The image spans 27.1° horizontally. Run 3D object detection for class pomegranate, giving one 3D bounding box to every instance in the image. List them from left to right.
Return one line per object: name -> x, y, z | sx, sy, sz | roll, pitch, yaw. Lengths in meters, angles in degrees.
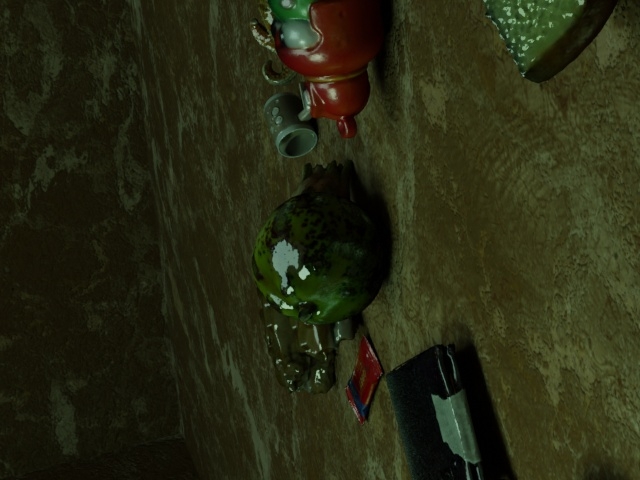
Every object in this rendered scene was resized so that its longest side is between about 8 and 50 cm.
pomegranate -> -0.015, -0.004, 2.095 | 0.222, 0.204, 0.277 | -43, 62, 50

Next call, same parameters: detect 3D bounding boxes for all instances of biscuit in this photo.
biscuit -> -0.033, 0.129, 2.442 | 0.366, 0.115, 0.268 | 120, 135, -66

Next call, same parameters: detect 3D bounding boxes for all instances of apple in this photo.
apple -> 0.190, -0.316, 1.203 | 0.254, 0.179, 0.346 | 82, 168, -66

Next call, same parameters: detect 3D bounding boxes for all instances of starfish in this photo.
starfish -> -0.073, -0.417, 2.172 | 0.312, 0.113, 0.303 | -131, 31, -65

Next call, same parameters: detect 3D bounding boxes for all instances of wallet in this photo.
wallet -> 0.166, 0.273, 1.899 | 0.262, 0.071, 0.221 | 128, 133, -71

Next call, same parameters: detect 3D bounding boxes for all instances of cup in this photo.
cup -> -0.054, -0.214, 2.314 | 0.102, 0.074, 0.099 | 97, 155, -50

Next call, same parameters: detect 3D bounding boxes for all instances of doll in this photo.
doll -> 0.008, -0.317, 1.863 | 0.182, 0.160, 0.363 | -138, 36, -66

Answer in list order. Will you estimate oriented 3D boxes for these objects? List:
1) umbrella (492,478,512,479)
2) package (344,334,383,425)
umbrella -> 0.254, 0.443, 1.789 | 0.052, 0.053, 0.250 | -170, 69, -67
package -> 0.075, 0.247, 2.326 | 0.200, 0.022, 0.083 | 105, 149, -55
